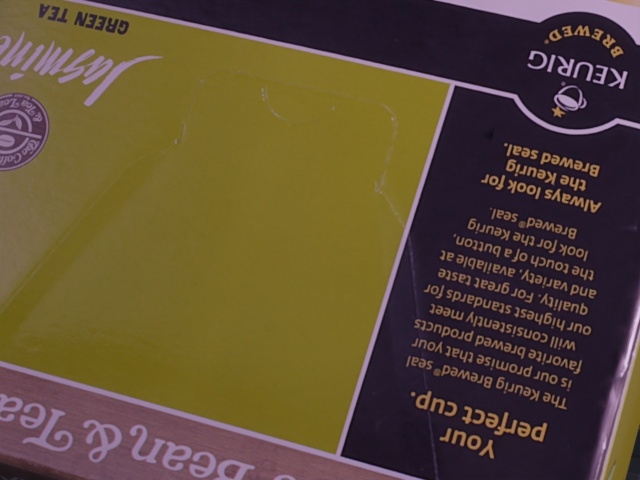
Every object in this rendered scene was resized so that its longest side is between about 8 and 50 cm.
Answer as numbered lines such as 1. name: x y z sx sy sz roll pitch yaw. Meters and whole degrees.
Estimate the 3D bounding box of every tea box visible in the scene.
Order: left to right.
1. tea box: 0.000 0.000 0.806 0.220 0.329 0.323 67 40 -68
